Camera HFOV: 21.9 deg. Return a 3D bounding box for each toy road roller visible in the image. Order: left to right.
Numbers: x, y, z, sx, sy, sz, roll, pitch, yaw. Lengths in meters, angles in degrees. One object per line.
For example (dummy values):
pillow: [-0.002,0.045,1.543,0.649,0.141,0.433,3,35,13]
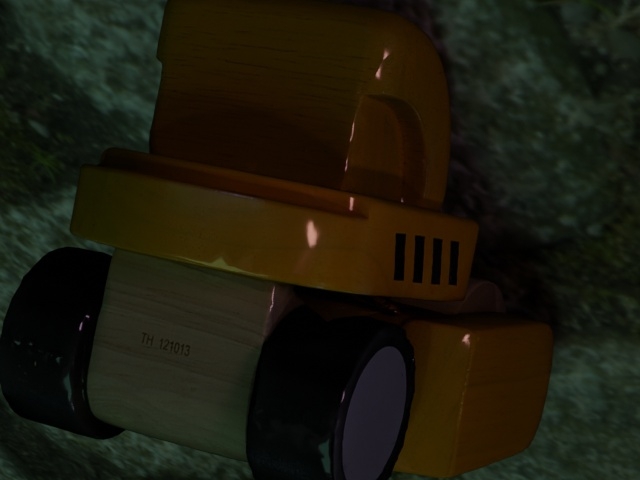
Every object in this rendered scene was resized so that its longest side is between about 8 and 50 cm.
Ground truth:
toy road roller: [0.000,0.000,0.901,0.202,0.240,0.329,12,-178,25]
